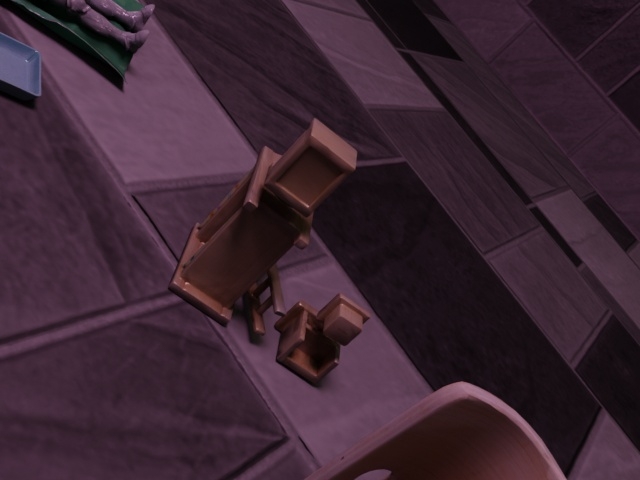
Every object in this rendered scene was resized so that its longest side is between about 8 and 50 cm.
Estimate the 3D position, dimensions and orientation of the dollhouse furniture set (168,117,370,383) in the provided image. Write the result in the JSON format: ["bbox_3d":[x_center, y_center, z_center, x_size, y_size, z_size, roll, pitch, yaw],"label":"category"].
[{"bbox_3d":[0.000,0.000,0.621,0.161,0.182,0.101,37,29,-18],"label":"dollhouse furniture set"}]

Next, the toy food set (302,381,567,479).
[{"bbox_3d":[0.053,0.248,0.332,0.092,0.220,0.306,15,42,-46],"label":"toy food set"}]

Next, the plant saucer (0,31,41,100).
[{"bbox_3d":[-0.311,-0.167,0.581,0.192,0.018,0.067,22,36,-38],"label":"plant saucer"}]

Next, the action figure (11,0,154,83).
[{"bbox_3d":[-0.272,-0.255,0.709,0.232,0.063,0.137,25,37,-29],"label":"action figure"}]
